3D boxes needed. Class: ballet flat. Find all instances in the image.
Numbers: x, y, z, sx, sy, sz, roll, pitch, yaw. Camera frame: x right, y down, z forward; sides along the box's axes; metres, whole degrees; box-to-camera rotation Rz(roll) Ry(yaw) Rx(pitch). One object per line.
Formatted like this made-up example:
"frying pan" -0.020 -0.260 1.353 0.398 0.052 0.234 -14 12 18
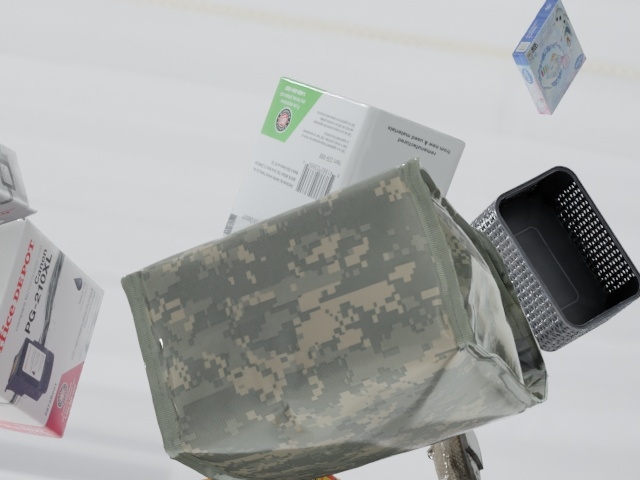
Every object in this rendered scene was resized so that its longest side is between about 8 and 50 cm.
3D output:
"ballet flat" 0.153 0.294 2.115 0.250 0.058 0.084 -95 -21 -49

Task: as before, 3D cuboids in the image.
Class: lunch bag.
"lunch bag" 0.025 0.082 1.409 0.287 0.235 0.169 44 -153 -64

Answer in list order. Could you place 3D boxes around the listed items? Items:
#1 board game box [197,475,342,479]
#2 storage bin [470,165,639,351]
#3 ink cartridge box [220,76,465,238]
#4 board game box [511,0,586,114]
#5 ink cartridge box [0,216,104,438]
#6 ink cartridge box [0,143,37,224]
"board game box" -0.084 0.455 1.850 0.356 0.356 0.356 38 -136 -53
"storage bin" 0.269 0.021 2.191 0.180 0.122 0.084 58 153 10
"ink cartridge box" 0.000 0.000 1.925 0.211 0.121 0.289 27 97 59
"board game box" 0.247 -0.198 2.059 0.090 0.020 0.090 -56 -46 -29
"ink cartridge box" -0.323 0.086 1.946 0.237 0.100 0.172 56 -134 -66
"ink cartridge box" -0.339 -0.050 1.767 0.180 0.104 0.060 42 -148 -80
